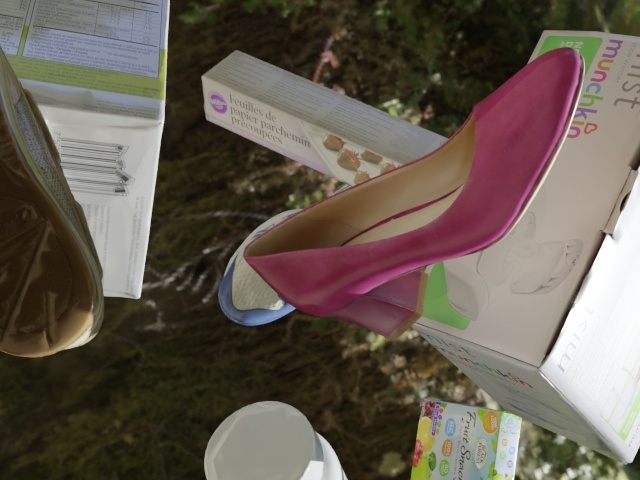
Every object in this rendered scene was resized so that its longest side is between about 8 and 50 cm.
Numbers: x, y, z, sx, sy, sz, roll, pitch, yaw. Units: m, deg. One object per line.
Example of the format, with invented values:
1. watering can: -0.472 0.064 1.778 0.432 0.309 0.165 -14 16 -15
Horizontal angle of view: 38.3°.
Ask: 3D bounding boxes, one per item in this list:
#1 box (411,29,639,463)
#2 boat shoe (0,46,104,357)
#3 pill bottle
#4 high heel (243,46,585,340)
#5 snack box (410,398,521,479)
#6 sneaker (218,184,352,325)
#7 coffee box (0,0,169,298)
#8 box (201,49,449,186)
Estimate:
1. box: 0.216 0.010 0.734 0.126 0.262 0.231 18 -15 41
2. boat shoe: -0.264 -0.069 0.689 0.110 0.121 0.341 104 -39 -85
3. pill bottle: -0.039 0.334 1.167 0.161 0.161 0.283 60 -7 44
4. high heel: 0.048 -0.035 0.551 0.244 0.117 0.082 -53 -164 45
5. snack box: 0.166 0.240 1.066 0.141 0.037 0.100 -4 -105 58
6. sneaker: 0.000 0.000 1.095 0.112 0.296 0.131 54 2 -3
7. coffee box: -0.403 -0.162 1.313 0.334 0.338 0.338 -98 -161 -45
8. box: 0.018 -0.111 0.977 0.323 0.067 0.063 26 -39 24
